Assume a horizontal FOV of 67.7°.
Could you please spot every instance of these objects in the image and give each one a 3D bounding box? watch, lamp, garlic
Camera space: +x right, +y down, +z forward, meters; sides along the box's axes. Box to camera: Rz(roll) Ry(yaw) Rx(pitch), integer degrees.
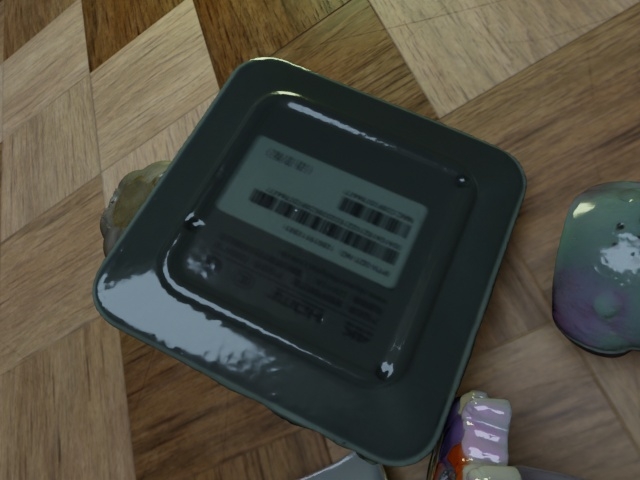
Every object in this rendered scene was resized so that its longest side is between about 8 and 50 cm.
[{"bbox_3d":[0.218,0.250,0.432,0.231,0.244,0.196,7,76,7],"label":"watch"},{"bbox_3d":[0.370,0.027,0.405,0.301,0.247,0.247,10,73,38],"label":"lamp"},{"bbox_3d":[-0.259,-0.026,0.801,0.227,0.152,0.228,-13,66,32],"label":"garlic"}]

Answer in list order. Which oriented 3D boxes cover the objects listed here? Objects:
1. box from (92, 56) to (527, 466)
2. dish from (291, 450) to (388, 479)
[{"bbox_3d":[0.001,0.000,0.565,0.396,0.111,0.397,23,69,8],"label":"box"},{"bbox_3d":[0.024,0.337,0.505,0.151,0.077,0.212,-24,17,-1],"label":"dish"}]
